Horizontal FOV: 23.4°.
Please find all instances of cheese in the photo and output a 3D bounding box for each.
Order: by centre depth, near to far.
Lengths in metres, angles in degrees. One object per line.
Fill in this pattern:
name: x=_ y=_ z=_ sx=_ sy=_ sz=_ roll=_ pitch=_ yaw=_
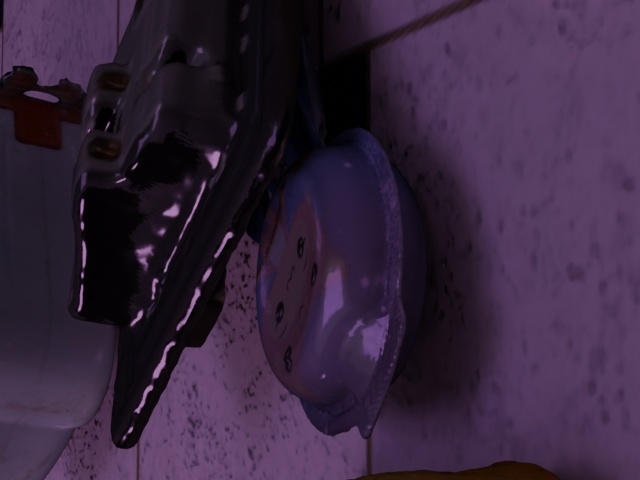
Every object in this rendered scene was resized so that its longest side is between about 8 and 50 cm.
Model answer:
cheese: x=0.000 y=0.000 z=0.725 sx=0.244 sy=0.052 sz=0.135 roll=-114 pitch=38 yaw=-57

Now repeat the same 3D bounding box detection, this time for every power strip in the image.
power strip: x=-0.084 y=-0.058 z=0.831 sx=0.257 sy=0.092 sz=0.251 roll=-93 pitch=18 yaw=-45

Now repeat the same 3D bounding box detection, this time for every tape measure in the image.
tape measure: x=-0.221 y=0.046 z=1.102 sx=0.246 sy=0.125 sz=0.243 roll=124 pitch=148 yaw=-42

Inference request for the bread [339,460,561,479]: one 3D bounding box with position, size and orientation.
bread: x=0.022 y=0.143 z=0.621 sx=0.245 sy=0.094 sz=0.102 roll=-26 pitch=66 yaw=61
